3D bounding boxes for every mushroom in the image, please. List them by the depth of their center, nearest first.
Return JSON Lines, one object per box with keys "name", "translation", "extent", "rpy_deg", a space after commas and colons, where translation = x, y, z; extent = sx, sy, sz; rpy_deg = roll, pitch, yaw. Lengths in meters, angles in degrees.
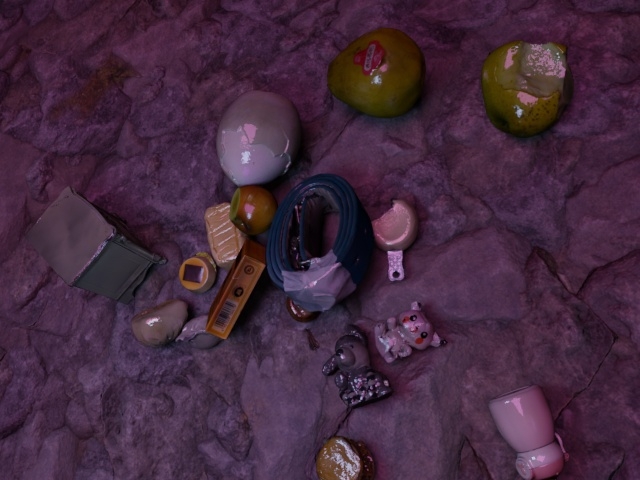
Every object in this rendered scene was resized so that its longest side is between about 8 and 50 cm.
{"name": "mushroom", "translation": [-0.048, 0.195, 1.847], "extent": [0.109, 0.085, 0.126], "rpy_deg": [24, 70, 35]}

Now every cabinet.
{"name": "cabinet", "translation": [-0.746, 0.024, 1.999], "extent": [0.290, 0.318, 0.227], "rpy_deg": [38, 87, 26]}

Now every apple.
{"name": "apple", "translation": [-0.219, -0.097, 1.892], "extent": [0.163, 0.146, 0.147], "rpy_deg": [27, 59, 0]}

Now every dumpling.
{"name": "dumpling", "translation": [-0.387, 0.294, 1.892], "extent": [0.188, 0.127, 0.108], "rpy_deg": [-8, 78, 21]}

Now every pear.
{"name": "pear", "translation": [0.624, -0.457, 1.820], "extent": [0.287, 0.176, 0.281], "rpy_deg": [10, 77, 22]}
{"name": "pear", "translation": [0.175, -0.546, 1.946], "extent": [0.375, 0.287, 0.287], "rpy_deg": [0, 70, 35]}

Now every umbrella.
{"name": "umbrella", "translation": [-0.029, 0.311, 1.835], "extent": [0.031, 0.020, 0.083], "rpy_deg": [-29, 60, 5]}

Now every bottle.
{"name": "bottle", "translation": [0.543, 0.505, 1.522], "extent": [0.148, 0.147, 0.236], "rpy_deg": [-22, 74, 9]}

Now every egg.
{"name": "egg", "translation": [-0.209, -0.329, 1.974], "extent": [0.279, 0.278, 0.336], "rpy_deg": [5, 70, 19]}

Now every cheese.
{"name": "cheese", "translation": [0.247, -0.005, 1.830], "extent": [0.163, 0.071, 0.248], "rpy_deg": [-26, 65, 8]}

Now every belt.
{"name": "belt", "translation": [0.000, -0.002, 1.800], "extent": [0.300, 0.173, 0.436], "rpy_deg": [-11, 55, 25]}

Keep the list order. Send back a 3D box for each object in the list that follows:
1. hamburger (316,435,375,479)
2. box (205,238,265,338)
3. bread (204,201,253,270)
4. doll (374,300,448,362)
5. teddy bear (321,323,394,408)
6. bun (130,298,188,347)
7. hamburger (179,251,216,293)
{"name": "hamburger", "translation": [0.063, 0.621, 1.640], "extent": [0.159, 0.131, 0.185], "rpy_deg": [-48, 58, 6]}
{"name": "box", "translation": [-0.263, 0.148, 1.837], "extent": [0.076, 0.174, 0.274], "rpy_deg": [26, 103, -14]}
{"name": "bread", "translation": [-0.304, -0.012, 1.987], "extent": [0.140, 0.106, 0.236], "rpy_deg": [-22, 66, 10]}
{"name": "doll", "translation": [0.252, 0.275, 1.718], "extent": [0.192, 0.095, 0.149], "rpy_deg": [-27, 72, 5]}
{"name": "teddy bear", "translation": [0.086, 0.377, 1.710], "extent": [0.171, 0.144, 0.251], "rpy_deg": [-42, 61, 15]}
{"name": "bun", "translation": [-0.513, 0.273, 1.932], "extent": [0.193, 0.178, 0.127], "rpy_deg": [-24, 97, -8]}
{"name": "hamburger", "translation": [-0.411, 0.109, 1.994], "extent": [0.127, 0.081, 0.141], "rpy_deg": [-9, 81, 17]}
